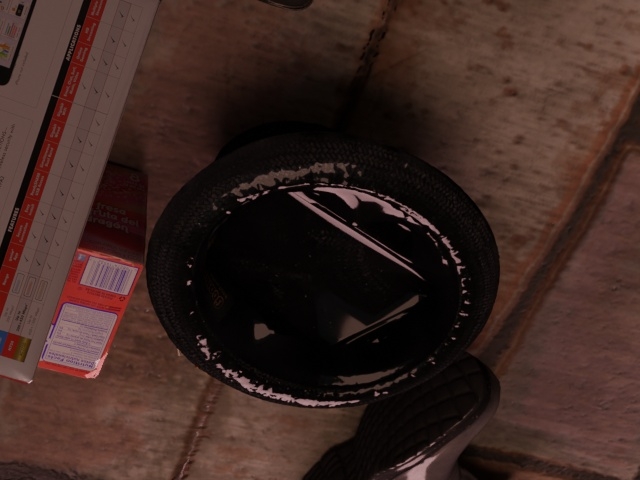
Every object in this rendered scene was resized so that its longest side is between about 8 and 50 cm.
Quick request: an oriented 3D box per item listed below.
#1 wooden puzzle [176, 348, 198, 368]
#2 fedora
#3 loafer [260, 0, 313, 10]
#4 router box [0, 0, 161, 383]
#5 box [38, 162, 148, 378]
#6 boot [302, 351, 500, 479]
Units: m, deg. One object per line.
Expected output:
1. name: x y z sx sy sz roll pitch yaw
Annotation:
1. wooden puzzle: -0.112 0.088 1.518 0.078 0.014 0.116 -2 128 -9
2. fedora: 0.000 0.000 1.369 0.334 0.152 0.334 -4 132 -5
3. loafer: -0.075 -0.233 1.240 0.170 0.061 0.062 24 121 -22
4. router box: -0.323 -0.090 1.196 0.301 0.082 0.335 20 86 -15
5. box: -0.319 -0.003 1.347 0.300 0.142 0.154 15 125 -15
6. boot: 0.141 0.253 1.619 0.223 0.118 0.338 23 134 -24
